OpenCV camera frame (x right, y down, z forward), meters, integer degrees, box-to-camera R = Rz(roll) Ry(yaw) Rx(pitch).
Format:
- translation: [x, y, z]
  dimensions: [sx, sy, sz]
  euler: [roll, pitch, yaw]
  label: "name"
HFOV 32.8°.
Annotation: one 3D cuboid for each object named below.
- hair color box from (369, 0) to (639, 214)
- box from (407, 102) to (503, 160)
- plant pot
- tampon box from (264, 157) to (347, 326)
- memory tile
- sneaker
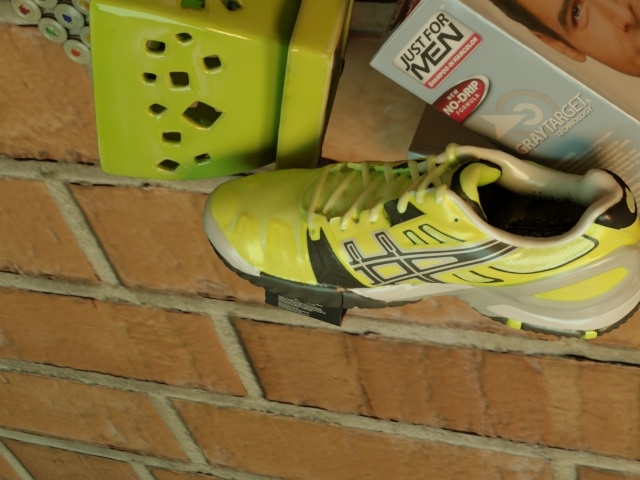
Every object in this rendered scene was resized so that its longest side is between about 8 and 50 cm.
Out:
- translation: [0.246, -0.141, 0.931]
  dimensions: [0.374, 0.185, 0.113]
  euler: [31, 144, -11]
  label: "hair color box"
- translation: [0.149, -0.086, 1.121]
  dimensions: [0.101, 0.102, 0.087]
  euler: [13, 141, 14]
  label: "box"
- translation: [-0.080, -0.191, 1.014]
  dimensions: [0.207, 0.227, 0.228]
  euler: [12, 144, 2]
  label: "plant pot"
- translation: [0.000, 0.000, 1.290]
  dimensions: [0.101, 0.120, 0.161]
  euler: [16, 144, 9]
  label: "tampon box"
- translation: [-0.267, -0.255, 1.198]
  dimensions: [0.113, 0.012, 0.148]
  euler: [41, 139, -24]
  label: "memory tile"
- translation: [0.083, -0.027, 0.922]
  dimensions: [0.385, 0.145, 0.147]
  euler: [5, 141, 13]
  label: "sneaker"
